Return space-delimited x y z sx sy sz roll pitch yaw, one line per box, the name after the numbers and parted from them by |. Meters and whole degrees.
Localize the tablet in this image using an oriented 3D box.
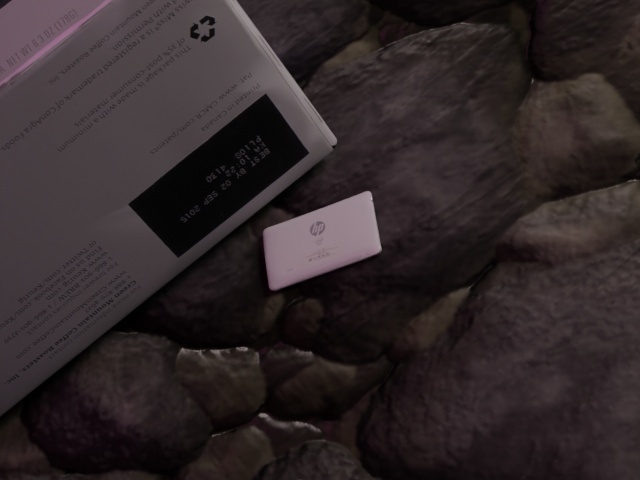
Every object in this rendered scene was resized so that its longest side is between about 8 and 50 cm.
0.000 0.000 0.971 0.083 0.006 0.054 -19 52 15 | tablet

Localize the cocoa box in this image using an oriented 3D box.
-0.215 -0.080 0.989 0.347 0.231 0.228 -39 49 -1 | cocoa box
